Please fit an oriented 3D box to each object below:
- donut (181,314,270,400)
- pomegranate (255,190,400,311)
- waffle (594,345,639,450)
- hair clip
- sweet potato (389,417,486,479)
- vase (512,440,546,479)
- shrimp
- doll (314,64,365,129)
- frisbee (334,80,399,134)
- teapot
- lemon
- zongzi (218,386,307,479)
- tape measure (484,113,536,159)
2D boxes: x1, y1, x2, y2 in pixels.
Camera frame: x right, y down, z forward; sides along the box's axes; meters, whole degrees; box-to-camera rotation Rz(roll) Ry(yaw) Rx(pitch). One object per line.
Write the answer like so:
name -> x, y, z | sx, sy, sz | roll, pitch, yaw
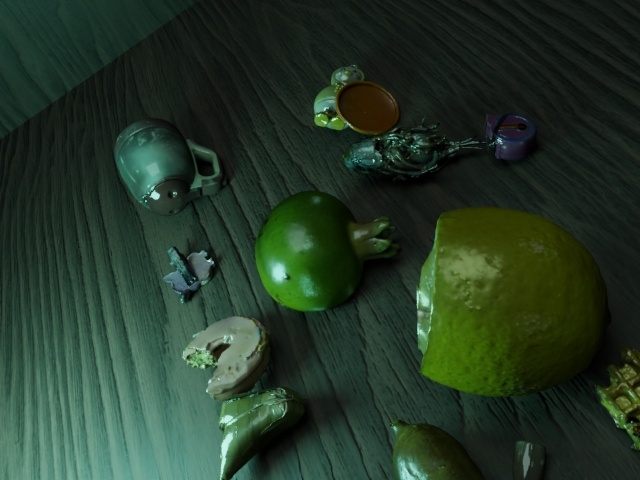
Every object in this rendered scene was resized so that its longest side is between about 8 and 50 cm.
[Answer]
donut -> -0.207, 0.270, 1.555 | 0.199, 0.085, 0.233 | -36, 35, -14
pomegranate -> 0.000, 0.000, 1.572 | 0.358, 0.216, 0.310 | -15, 44, 21
waffle -> 0.584, 0.292, 1.059 | 0.283, 0.065, 0.310 | 9, 56, 35
hair clip -> -0.377, 0.084, 1.872 | 0.146, 0.056, 0.187 | -43, 52, -8
sweet potato -> 0.214, 0.430, 1.117 | 0.157, 0.158, 0.370 | -29, 39, 8
vase -> 0.353, 0.398, 1.123 | 0.053, 0.053, 0.101 | -2, 57, 31
shrimp -> 0.229, -0.208, 1.671 | 0.371, 0.137, 0.172 | -6, 66, 31
doll -> 0.063, -0.440, 1.977 | 0.141, 0.117, 0.297 | 9, 57, 13
frisbee -> 0.132, -0.374, 1.881 | 0.191, 0.035, 0.192 | 6, 60, -11
teapot -> -0.463, -0.216, 2.084 | 0.314, 0.233, 0.312 | -16, 47, -18
lemon -> 0.343, 0.111, 1.174 | 0.363, 0.364, 0.364 | -18, 46, 19
zongzi -> -0.131, 0.410, 1.387 | 0.194, 0.099, 0.198 | -20, 43, 26
tape measure -> 0.457, -0.253, 1.587 | 0.118, 0.074, 0.125 | 2, 54, 10
